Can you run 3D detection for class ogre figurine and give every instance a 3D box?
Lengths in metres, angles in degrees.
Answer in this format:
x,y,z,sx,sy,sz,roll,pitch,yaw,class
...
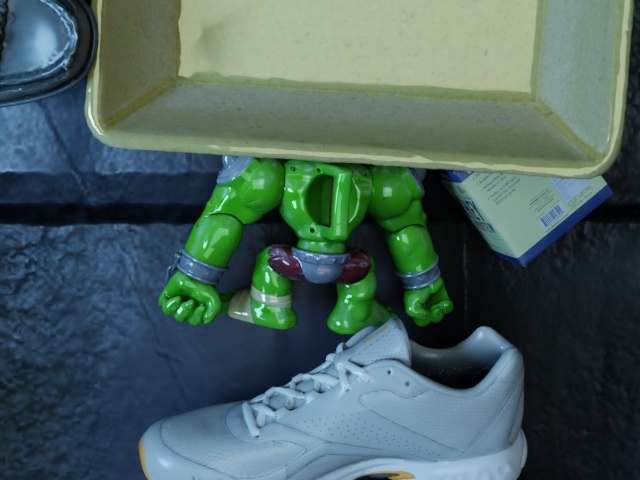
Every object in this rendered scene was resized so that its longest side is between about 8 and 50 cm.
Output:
x,y,z,sx,sy,sz,roll,pitch,yaw,class
0.000,0.000,0.775,0.197,0.097,0.118,8,106,0,ogre figurine

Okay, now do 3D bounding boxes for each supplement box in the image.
x,y,z,sx,sy,sz,roll,pitch,yaw,class
0.140,-0.042,0.814,0.083,0.056,0.083,-39,101,-4,supplement box

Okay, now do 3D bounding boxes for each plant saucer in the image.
x,y,z,sx,sy,sz,roll,pitch,yaw,class
0.030,-0.215,0.741,0.333,0.081,0.333,4,95,1,plant saucer

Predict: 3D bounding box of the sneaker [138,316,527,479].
x,y,z,sx,sy,sz,roll,pitch,yaw,class
0.011,0.105,0.768,0.262,0.099,0.121,-5,121,-12,sneaker

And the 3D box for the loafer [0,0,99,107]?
x,y,z,sx,sy,sz,roll,pitch,yaw,class
-0.270,-0.132,0.687,0.267,0.084,0.096,10,97,4,loafer
